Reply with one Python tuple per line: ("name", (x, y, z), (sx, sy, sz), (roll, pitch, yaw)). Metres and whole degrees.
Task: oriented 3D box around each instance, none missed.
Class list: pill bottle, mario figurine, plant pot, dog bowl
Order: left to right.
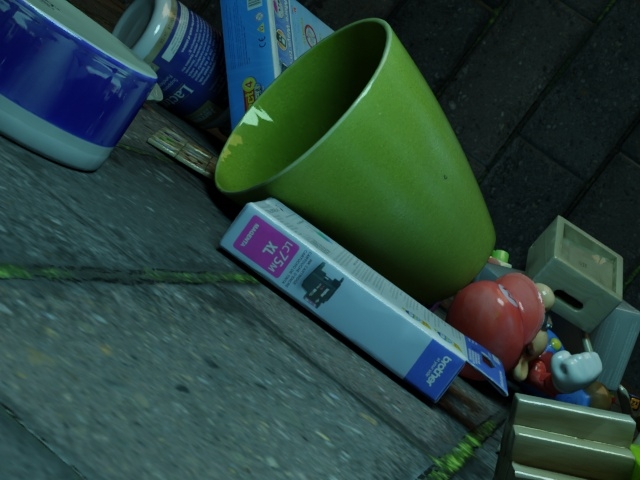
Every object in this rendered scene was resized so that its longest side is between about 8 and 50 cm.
("dog bowl", (-0.281, -0.179, 1.098), (0.265, 0.104, 0.265), (36, 7, -5))
("pill bottle", (-0.201, -0.274, 1.970), (0.264, 0.153, 0.153), (32, 8, -32))
("plant pot", (0.072, -0.067, 1.472), (0.293, 0.275, 0.275), (43, 3, -24))
("mario figurine", (0.277, 0.124, 1.523), (0.198, 0.170, 0.320), (0, -24, 31))

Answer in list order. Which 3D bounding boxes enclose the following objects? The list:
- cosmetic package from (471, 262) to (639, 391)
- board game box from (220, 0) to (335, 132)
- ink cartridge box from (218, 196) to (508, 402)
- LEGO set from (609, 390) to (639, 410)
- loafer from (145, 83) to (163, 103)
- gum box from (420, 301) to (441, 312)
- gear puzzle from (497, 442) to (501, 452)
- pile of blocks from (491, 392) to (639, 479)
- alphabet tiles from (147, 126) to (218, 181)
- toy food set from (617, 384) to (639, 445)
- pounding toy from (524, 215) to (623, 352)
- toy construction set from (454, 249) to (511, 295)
("cosmetic package", (0.325, 0.122, 1.741), (0.238, 0.127, 0.107), (16, 12, -15))
("board game box", (-0.036, -0.218, 1.950), (0.302, 0.086, 0.308), (26, 54, -59))
("ink cartridge box", (0.049, 0.068, 1.244), (0.311, 0.065, 0.186), (34, 6, 2))
("LEGO set", (0.369, 0.217, 1.885), (0.244, 0.060, 0.182), (20, 1, 11))
("loafer", (-0.269, -0.213, 1.737), (0.125, 0.039, 0.045), (12, 58, -68))
("gum box", (0.109, 0.020, 1.692), (0.188, 0.107, 0.062), (41, 8, 37))
("gear puzzle", (0.258, 0.240, 1.177), (0.175, 0.044, 0.339), (39, 7, 21))
("pile of blocks", (0.266, 0.236, 0.800), (0.362, 0.149, 0.112), (36, 7, -4))
("alphabet tiles", (-0.114, -0.080, 1.602), (0.237, 0.009, 0.198), (30, 7, -6))
("toy food set", (0.481, 0.319, 1.736), (0.218, 0.071, 0.128), (43, -15, 35))
("pounding toy", (0.343, 0.068, 1.637), (0.141, 0.100, 0.130), (33, 33, -7))
("toy construction set", (0.240, 0.043, 1.908), (0.327, 0.151, 0.215), (36, -26, -11))
